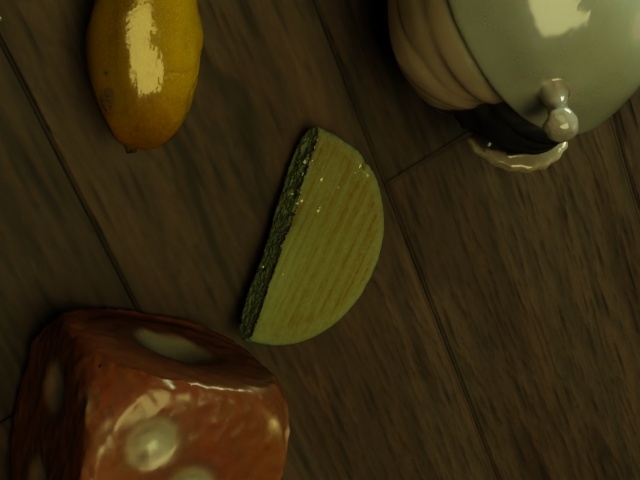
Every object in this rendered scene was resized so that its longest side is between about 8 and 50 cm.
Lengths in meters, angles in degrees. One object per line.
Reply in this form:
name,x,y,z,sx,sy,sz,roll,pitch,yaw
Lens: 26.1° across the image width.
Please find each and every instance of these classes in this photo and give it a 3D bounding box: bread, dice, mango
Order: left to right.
dice,-0.142,0.162,1.090,0.174,0.175,0.179,11,104,-32
mango,-0.131,-0.160,1.048,0.098,0.075,0.190,-1,103,-46
bread,0.002,0.004,1.202,0.112,0.036,0.193,16,94,-37

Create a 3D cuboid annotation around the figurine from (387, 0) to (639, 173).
figurine,0.189,-0.252,1.118,0.253,0.211,0.361,30,82,-19
